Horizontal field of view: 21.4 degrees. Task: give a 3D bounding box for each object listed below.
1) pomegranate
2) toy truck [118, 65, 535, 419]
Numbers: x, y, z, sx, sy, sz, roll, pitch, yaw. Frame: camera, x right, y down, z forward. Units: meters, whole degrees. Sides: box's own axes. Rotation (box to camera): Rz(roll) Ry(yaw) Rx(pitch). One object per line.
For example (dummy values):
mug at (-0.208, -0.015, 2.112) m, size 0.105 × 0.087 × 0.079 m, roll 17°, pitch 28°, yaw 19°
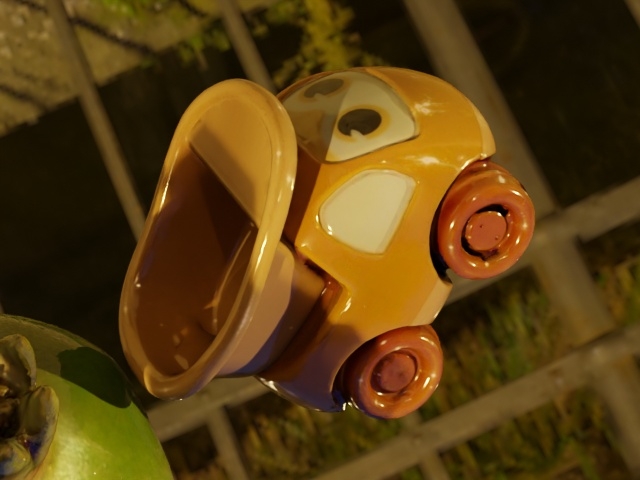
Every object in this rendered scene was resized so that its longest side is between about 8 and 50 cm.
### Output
pomegranate at (-0.263, 0.143, 1.198) m, size 0.309 × 0.216 × 0.358 m, roll -12°, pitch 152°, yaw -23°
toy truck at (0.000, 0.000, 1.252) m, size 0.211 × 0.204 × 0.288 m, roll 19°, pitch 107°, yaw -33°
